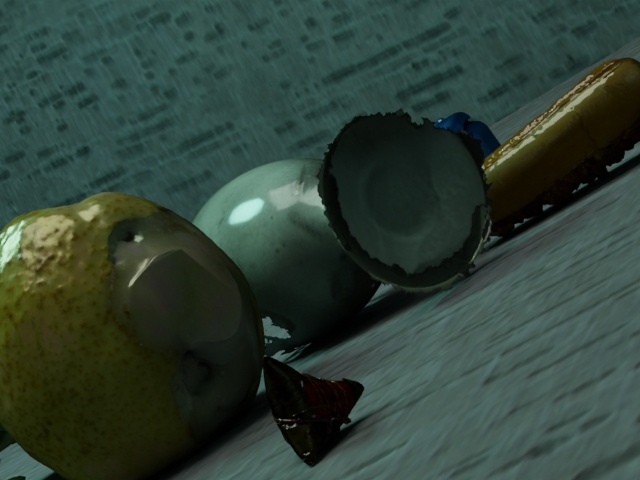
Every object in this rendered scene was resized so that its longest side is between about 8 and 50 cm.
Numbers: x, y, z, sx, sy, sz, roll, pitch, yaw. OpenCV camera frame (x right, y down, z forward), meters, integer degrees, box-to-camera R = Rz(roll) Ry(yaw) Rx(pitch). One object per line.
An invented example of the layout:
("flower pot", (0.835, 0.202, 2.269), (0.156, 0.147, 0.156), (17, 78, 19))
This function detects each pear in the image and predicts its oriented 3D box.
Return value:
("pear", (-0.183, 0.083, 1.519), (0.271, 0.271, 0.271), (-32, 3, 2))

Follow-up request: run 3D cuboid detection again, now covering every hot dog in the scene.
("hot dog", (0.231, -0.083, 1.599), (0.249, 0.076, 0.102), (-38, -26, 11))

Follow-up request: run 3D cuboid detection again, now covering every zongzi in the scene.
("zongzi", (-0.009, 0.122, 1.125), (0.067, 0.073, 0.083), (-31, -36, 16))

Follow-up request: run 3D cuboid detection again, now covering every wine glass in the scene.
("wine glass", (0.004, -0.004, 1.639), (0.190, 0.190, 0.357), (-34, 4, -32))

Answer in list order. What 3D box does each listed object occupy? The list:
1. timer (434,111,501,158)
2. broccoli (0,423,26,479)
("timer", (0.082, -0.042, 2.130), (0.309, 0.115, 0.340), (-34, 3, 12))
("broccoli", (-0.379, 0.164, 1.956), (0.317, 0.339, 0.277), (-11, 27, -17))
